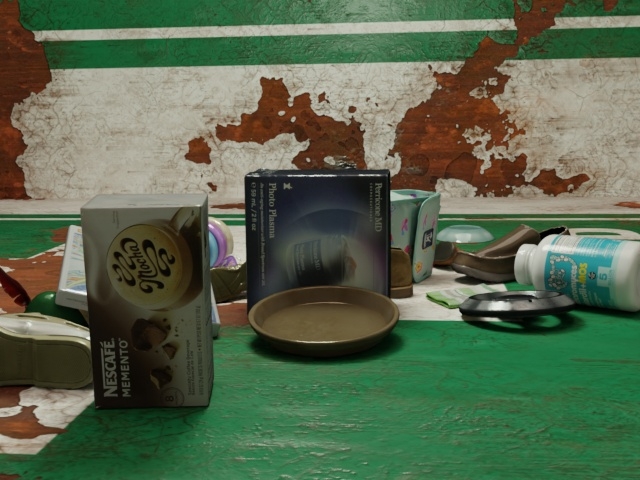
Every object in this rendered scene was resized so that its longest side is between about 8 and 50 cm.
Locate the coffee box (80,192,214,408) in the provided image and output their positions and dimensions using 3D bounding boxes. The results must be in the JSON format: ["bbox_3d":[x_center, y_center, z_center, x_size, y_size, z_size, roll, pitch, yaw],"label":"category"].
[{"bbox_3d":[-0.245,0.086,1.199,0.168,0.297,0.119,0,12,-3],"label":"coffee box"}]

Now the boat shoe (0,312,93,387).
[{"bbox_3d":[-0.484,0.172,1.315,0.302,0.113,0.103,11,9,6],"label":"boat shoe"}]

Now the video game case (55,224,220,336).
[{"bbox_3d":[-0.360,0.073,1.633,0.300,0.036,0.329,14,18,-18],"label":"video game case"}]

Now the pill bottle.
[{"bbox_3d":[0.553,0.064,1.746,0.264,0.146,0.146,6,11,39],"label":"pill bottle"}]

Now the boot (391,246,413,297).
[{"bbox_3d":[0.056,0.069,1.871,0.305,0.115,0.112,-2,11,2],"label":"boot"}]

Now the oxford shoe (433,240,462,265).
[{"bbox_3d":[0.309,0.042,2.222,0.076,0.076,0.212,29,-10,-30],"label":"oxford shoe"}]

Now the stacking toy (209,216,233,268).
[{"bbox_3d":[-0.351,0.037,2.074,0.141,0.141,0.330,3,13,22],"label":"stacking toy"}]

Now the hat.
[{"bbox_3d":[-0.497,0.097,1.508,0.173,0.184,0.208,-1,9,-2],"label":"hat"}]

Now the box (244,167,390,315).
[{"bbox_3d":[0.000,0.000,1.719,0.294,0.296,0.183,0,9,5],"label":"box"}]

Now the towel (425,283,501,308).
[{"bbox_3d":[0.321,0.121,1.802,0.152,0.023,0.113,-5,9,-21],"label":"towel"}]

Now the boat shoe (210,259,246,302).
[{"bbox_3d":[-0.210,0.096,1.868,0.223,0.080,0.073,-22,-10,-33],"label":"boat shoe"}]

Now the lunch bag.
[{"bbox_3d":[0.177,-0.010,2.006,0.262,0.223,0.160,-3,15,-24],"label":"lunch bag"}]

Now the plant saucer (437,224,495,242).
[{"bbox_3d":[0.467,-0.025,2.662,0.195,0.037,0.195,0,9,0],"label":"plant saucer"}]

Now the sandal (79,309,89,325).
[{"bbox_3d":[-0.470,0.114,1.734,0.088,0.079,0.240,-1,9,3],"label":"sandal"}]

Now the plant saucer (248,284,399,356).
[{"bbox_3d":[0.007,0.147,1.511,0.277,0.041,0.278,-1,18,0],"label":"plant saucer"}]

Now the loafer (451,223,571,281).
[{"bbox_3d":[0.482,0.022,2.061,0.365,0.130,0.134,-6,10,-29],"label":"loafer"}]

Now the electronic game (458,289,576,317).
[{"bbox_3d":[0.392,0.131,1.645,0.229,0.048,0.229,-3,1,0],"label":"electronic game"}]

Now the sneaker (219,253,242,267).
[{"bbox_3d":[-0.221,0.076,2.002,0.071,0.068,0.170,-10,12,-20],"label":"sneaker"}]
